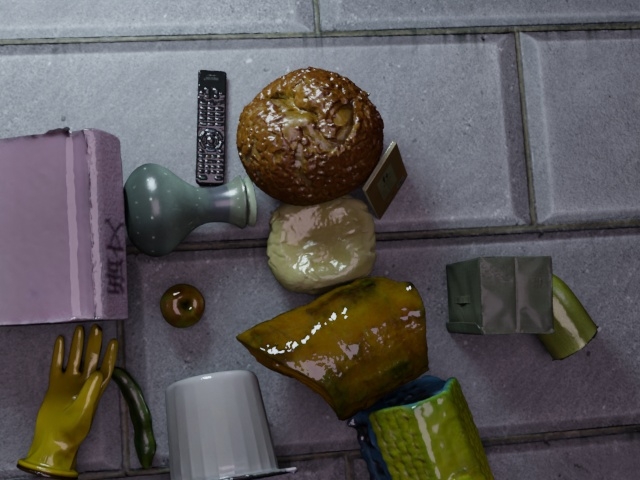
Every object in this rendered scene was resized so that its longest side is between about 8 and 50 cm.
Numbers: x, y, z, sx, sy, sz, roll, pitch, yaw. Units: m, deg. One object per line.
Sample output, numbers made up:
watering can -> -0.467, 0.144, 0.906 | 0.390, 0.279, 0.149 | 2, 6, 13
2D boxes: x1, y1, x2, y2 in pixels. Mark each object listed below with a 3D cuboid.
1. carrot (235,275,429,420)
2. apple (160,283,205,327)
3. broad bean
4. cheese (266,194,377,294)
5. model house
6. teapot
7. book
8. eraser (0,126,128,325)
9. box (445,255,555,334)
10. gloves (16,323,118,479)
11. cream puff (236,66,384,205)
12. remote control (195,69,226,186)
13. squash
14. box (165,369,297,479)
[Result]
carrot -> 0.038, 0.217, 1.613 | 0.340, 0.241, 0.242 | -25, 88, -10
apple -> -0.276, 0.131, 1.666 | 0.089, 0.074, 0.090 | 1, 84, -10
broad bean -> -0.370, 0.342, 1.651 | 0.069, 0.039, 0.227 | -26, 85, 14
cheese -> 0.000, 0.000, 1.696 | 0.225, 0.117, 0.214 | -6, 79, -3
model house -> 0.213, 0.403, 1.597 | 0.215, 0.303, 0.237 | -20, 86, -15
teapot -> -0.258, -0.067, 1.648 | 0.250, 0.183, 0.184 | -7, 85, -18
book -> 0.134, -0.120, 1.699 | 0.012, 0.172, 0.118 | 29, 81, 21
eraser -> -0.511, -0.019, 1.589 | 0.272, 0.122, 0.359 | -6, 84, 18
box -> 0.351, 0.113, 1.668 | 0.155, 0.231, 0.149 | -1, 85, -6
gloves -> -0.486, 0.302, 1.610 | 0.133, 0.116, 0.294 | 14, 79, 4
cream puff -> -0.022, -0.214, 1.634 | 0.303, 0.212, 0.303 | -1, 61, 2
remote control -> -0.228, -0.234, 1.733 | 0.063, 0.025, 0.245 | 2, 84, -8
squash -> 0.488, 0.142, 1.741 | 0.123, 0.123, 0.187 | -32, 89, -9
box -> -0.174, 0.363, 1.597 | 0.291, 0.262, 0.206 | 4, 69, -45
